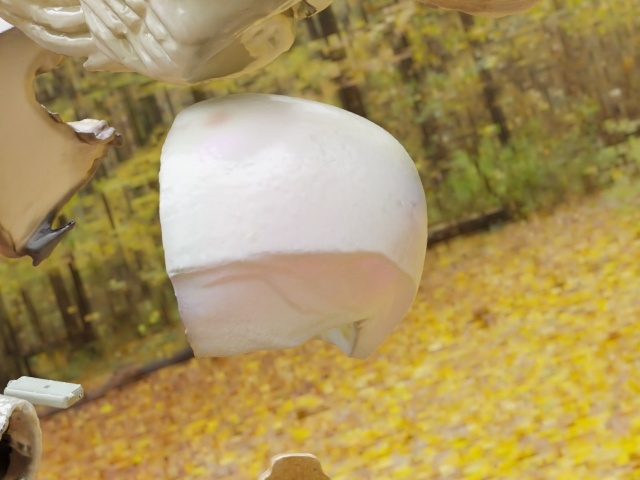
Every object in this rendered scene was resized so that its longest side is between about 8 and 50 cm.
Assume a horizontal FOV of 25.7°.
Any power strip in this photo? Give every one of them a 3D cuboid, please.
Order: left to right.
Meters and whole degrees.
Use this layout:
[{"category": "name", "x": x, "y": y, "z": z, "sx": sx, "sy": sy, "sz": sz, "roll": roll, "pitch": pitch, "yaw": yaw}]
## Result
[{"category": "power strip", "x": -0.310, "y": 0.171, "z": 1.575, "sx": 0.090, "sy": 0.016, "sz": 0.040, "roll": 5, "pitch": 18, "yaw": 21}]

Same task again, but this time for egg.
[{"category": "egg", "x": -0.005, "y": -0.019, "z": 1.043, "sx": 0.162, "sy": 0.206, "sz": 0.271, "roll": -13, "pitch": -12, "yaw": 11}]

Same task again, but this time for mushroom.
[{"category": "mushroom", "x": -0.483, "y": -0.196, "z": 1.807, "sx": 0.397, "sy": 0.313, "sz": 0.224, "roll": 29, "pitch": 65, "yaw": 32}]

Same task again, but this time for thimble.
[{"category": "thimble", "x": -0.331, "y": 0.208, "z": 1.375, "sx": 0.090, "sy": 0.115, "sz": 0.102, "roll": 10, "pitch": 20, "yaw": 25}]

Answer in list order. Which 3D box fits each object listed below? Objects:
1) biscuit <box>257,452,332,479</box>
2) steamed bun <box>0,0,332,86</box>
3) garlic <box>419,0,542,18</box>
[{"category": "biscuit", "x": -0.029, "y": 0.385, "z": 1.770, "sx": 0.144, "sy": 0.236, "sz": 0.040, "roll": -2, "pitch": -3, "yaw": -11}, {"category": "steamed bun", "x": -0.104, "y": -0.293, "z": 1.071, "sx": 0.237, "sy": 0.346, "sz": 0.394, "roll": -24, "pitch": 4, "yaw": -43}, {"category": "garlic", "x": 0.172, "y": -0.343, "z": 1.606, "sx": 0.228, "sy": 0.152, "sz": 0.228, "roll": 12, "pitch": -6, "yaw": 1}]
